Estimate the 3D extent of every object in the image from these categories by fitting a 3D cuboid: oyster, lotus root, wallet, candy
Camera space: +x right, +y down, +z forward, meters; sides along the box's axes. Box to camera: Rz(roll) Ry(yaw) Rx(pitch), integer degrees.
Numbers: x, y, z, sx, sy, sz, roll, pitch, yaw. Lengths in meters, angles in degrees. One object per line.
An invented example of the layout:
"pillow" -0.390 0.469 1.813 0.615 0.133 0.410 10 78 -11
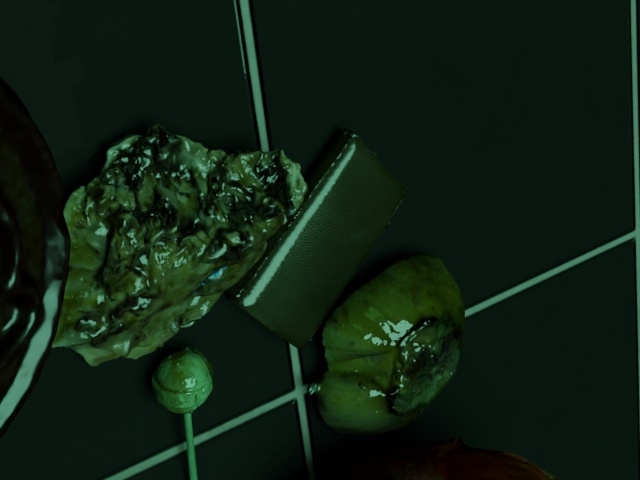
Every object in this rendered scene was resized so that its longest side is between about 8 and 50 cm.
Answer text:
"oyster" -0.133 0.013 1.164 0.214 0.083 0.223 4 110 -36
"lotus root" 0.086 0.119 1.354 0.203 0.078 0.183 -41 134 -21
"wallet" 0.000 0.000 1.287 0.110 0.031 0.198 41 79 -39
"candy" -0.123 0.190 1.258 0.061 0.061 0.202 -22 126 -30

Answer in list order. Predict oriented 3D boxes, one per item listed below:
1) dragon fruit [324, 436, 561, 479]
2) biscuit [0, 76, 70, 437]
"dragon fruit" 0.108 0.334 1.328 0.342 0.277 0.277 -24 119 -36
"biscuit" -0.334 0.047 0.942 0.407 0.091 0.407 -31 132 -42
